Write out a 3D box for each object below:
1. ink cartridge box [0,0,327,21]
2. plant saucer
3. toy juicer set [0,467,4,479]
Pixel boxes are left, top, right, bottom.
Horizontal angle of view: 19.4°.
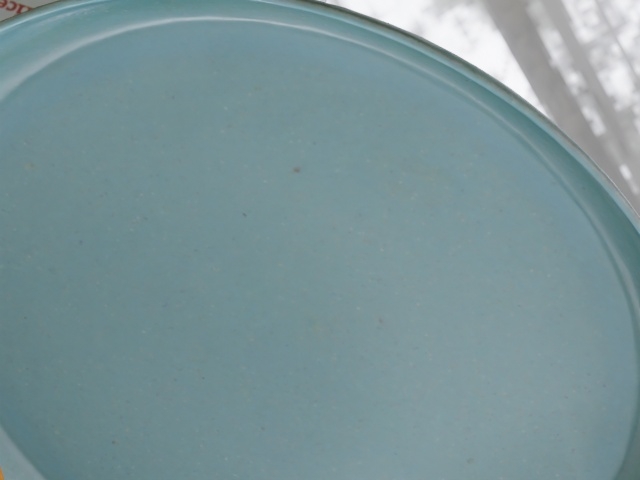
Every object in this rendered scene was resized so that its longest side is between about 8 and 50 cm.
[{"bbox_3d":[-0.175,-0.121,1.015,0.395,0.285,0.166,-59,178,0],"label":"ink cartridge box"},{"bbox_3d":[-0.019,0.045,0.665,0.317,0.318,0.044,-17,-153,27],"label":"plant saucer"},{"bbox_3d":[-0.160,0.117,0.365,0.209,0.089,0.329,5,-158,1],"label":"toy juicer set"}]
